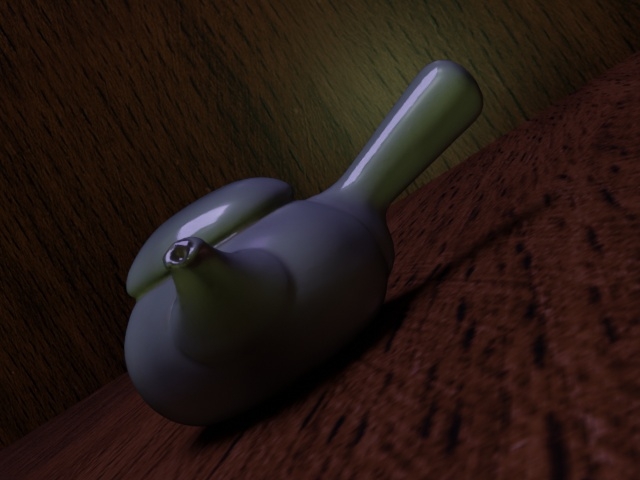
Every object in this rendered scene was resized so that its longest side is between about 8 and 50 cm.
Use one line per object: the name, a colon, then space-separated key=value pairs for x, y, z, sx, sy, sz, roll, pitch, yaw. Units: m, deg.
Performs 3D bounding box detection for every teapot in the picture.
teapot: x=-0.013 y=0.006 z=0.596 sx=0.318 sy=0.149 sz=0.220 roll=-36 pitch=5 yaw=-33
